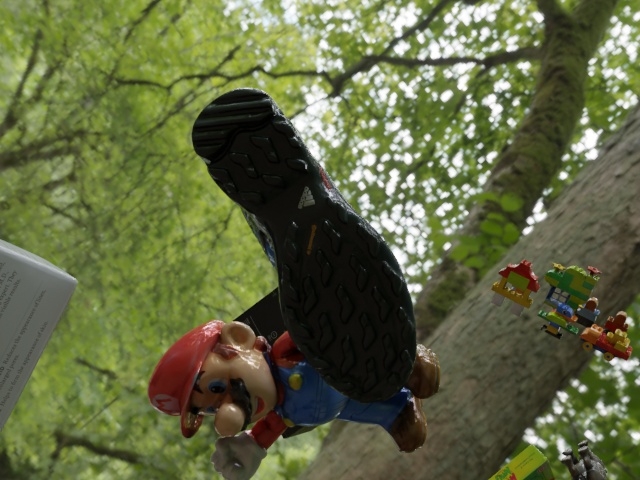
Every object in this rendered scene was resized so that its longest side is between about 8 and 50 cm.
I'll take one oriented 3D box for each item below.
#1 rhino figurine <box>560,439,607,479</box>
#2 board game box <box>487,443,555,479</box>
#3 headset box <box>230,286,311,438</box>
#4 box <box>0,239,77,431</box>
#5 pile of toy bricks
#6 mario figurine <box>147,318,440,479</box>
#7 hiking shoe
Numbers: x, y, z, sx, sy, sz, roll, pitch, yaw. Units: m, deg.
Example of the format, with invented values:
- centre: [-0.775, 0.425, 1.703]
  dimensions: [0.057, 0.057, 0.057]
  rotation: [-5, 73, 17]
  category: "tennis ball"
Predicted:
- centre: [0.591, 0.505, 1.522]
  dimensions: [0.106, 0.073, 0.243]
  rotation: [63, 18, 17]
  category: "rhino figurine"
- centre: [0.345, 0.467, 1.270]
  dimensions: [0.043, 0.181, 0.092]
  rotation: [46, -9, 47]
  category: "board game box"
- centre: [0.002, 0.189, 1.300]
  dimensions: [0.246, 0.283, 0.131]
  rotation: [56, 15, 19]
  category: "headset box"
- centre: [-0.379, 0.087, 0.750]
  dimensions: [0.119, 0.181, 0.181]
  rotation: [31, -10, -32]
  category: "box"
- centre: [0.378, 0.083, 1.029]
  dimensions: [0.212, 0.118, 0.105]
  rotation: [28, -65, 22]
  category: "pile of toy bricks"
- centre: [-0.032, 0.184, 0.768]
  dimensions: [0.321, 0.197, 0.170]
  rotation: [4, -8, -5]
  category: "mario figurine"
- centre: [0.000, 0.000, 0.633]
  dimensions: [0.303, 0.113, 0.132]
  rotation: [63, 7, 2]
  category: "hiking shoe"
